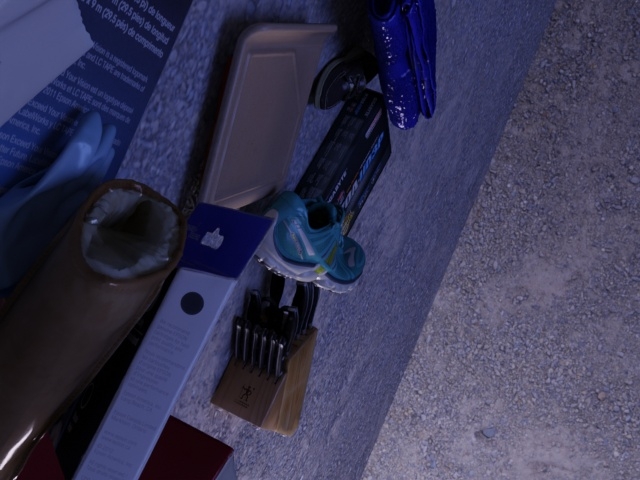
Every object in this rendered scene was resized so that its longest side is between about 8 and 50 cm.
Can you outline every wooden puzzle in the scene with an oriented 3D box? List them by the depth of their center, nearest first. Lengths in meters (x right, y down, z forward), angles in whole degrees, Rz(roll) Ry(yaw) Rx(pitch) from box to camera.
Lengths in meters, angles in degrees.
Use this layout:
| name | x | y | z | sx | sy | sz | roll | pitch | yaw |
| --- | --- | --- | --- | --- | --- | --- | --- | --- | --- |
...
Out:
| name | x | y | z | sx | sy | sz | roll | pitch | yaw |
| --- | --- | --- | --- | --- | --- | --- | --- | --- | --- |
| wooden puzzle | -0.072 | -0.141 | 1.060 | 0.221 | 0.044 | 0.239 | -28 | 143 | -65 |

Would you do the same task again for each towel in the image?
| name | x | y | z | sx | sy | sz | roll | pitch | yaw |
| --- | --- | --- | --- | --- | --- | --- | --- | --- | --- |
| towel | 0.127 | -0.315 | 1.273 | 0.308 | 0.076 | 0.228 | 66 | 32 | -68 |

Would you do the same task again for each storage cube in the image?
| name | x | y | z | sx | sy | sz | roll | pitch | yaw |
| --- | --- | --- | --- | --- | --- | --- | --- | --- | --- |
| storage cube | -0.207 | 0.281 | 0.926 | 0.215 | 0.193 | 0.184 | -57 | 160 | -32 |

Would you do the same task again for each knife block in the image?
| name | x | y | z | sx | sy | sz | roll | pitch | yaw |
| --- | --- | --- | --- | --- | --- | --- | --- | --- | --- |
| knife block | -0.059 | 0.163 | 1.395 | 0.242 | 0.088 | 0.276 | -64 | 162 | -9 |

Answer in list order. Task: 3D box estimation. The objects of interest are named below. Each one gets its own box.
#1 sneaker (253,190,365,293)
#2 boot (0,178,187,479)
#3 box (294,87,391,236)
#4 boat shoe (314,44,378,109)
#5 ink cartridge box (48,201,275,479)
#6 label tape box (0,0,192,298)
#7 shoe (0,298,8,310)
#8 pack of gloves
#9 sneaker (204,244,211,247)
| name | x | y | z | sx | sy | sz | roll | pitch | yaw |
| --- | --- | --- | --- | --- | --- | --- | --- | --- | --- |
| sneaker | 0.000 | 0.000 | 1.249 | 0.110 | 0.107 | 0.275 | -54 | 155 | 9 |
| boot | -0.196 | 0.105 | 0.538 | 0.269 | 0.089 | 0.236 | -48 | -163 | 20 |
| box | 0.037 | -0.098 | 1.411 | 0.220 | 0.051 | 0.175 | -61 | 161 | -19 |
| boat shoe | 0.040 | -0.222 | 1.265 | 0.152 | 0.049 | 0.056 | -52 | 156 | -43 |
| ink cartridge box | -0.127 | 0.059 | 0.660 | 0.208 | 0.045 | 0.206 | -62 | -159 | -7 |
| label tape box | -0.195 | -0.143 | 0.557 | 0.348 | 0.115 | 0.249 | -68 | 163 | 0 |
| shoe | -0.222 | 0.027 | 0.741 | 0.178 | 0.081 | 0.063 | -68 | 164 | 4 |
| pack of gloves | -0.179 | -0.017 | 0.499 | 0.232 | 0.046 | 0.195 | -54 | 160 | -29 |
| sneaker | -0.166 | 0.032 | 0.975 | 0.188 | 0.067 | 0.078 | -2 | 93 | -69 |
